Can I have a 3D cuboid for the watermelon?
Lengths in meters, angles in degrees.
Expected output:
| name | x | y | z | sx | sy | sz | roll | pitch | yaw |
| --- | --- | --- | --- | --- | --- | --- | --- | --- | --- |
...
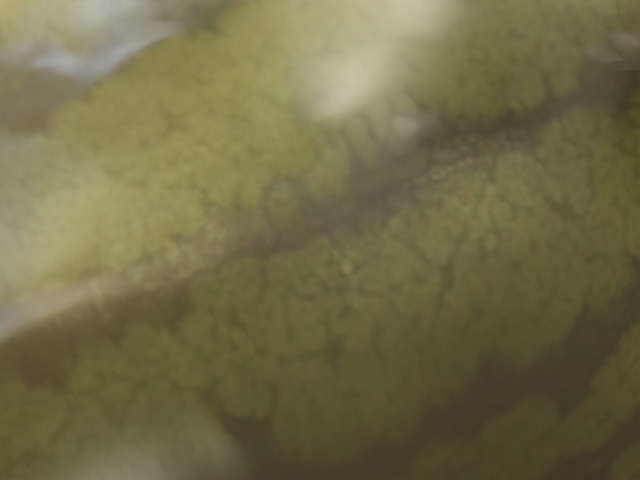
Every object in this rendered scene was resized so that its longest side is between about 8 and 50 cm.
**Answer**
| name | x | y | z | sx | sy | sz | roll | pitch | yaw |
| --- | --- | --- | --- | --- | --- | --- | --- | --- | --- |
| watermelon | -0.046 | 0.024 | 0.453 | 0.279 | 0.359 | 0.278 | -20 | -90 | -79 |
